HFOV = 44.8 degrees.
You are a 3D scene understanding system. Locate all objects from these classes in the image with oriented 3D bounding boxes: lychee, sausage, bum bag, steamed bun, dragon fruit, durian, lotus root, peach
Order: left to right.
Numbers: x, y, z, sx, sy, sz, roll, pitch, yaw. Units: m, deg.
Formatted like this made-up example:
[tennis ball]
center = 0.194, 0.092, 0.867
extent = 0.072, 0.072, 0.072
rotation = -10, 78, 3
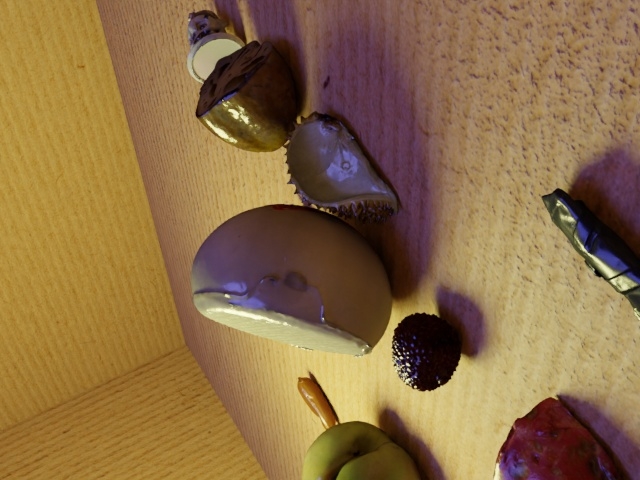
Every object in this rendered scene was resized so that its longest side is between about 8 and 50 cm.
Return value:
[lotus root]
center = -0.114, -0.264, 1.477
extent = 0.180, 0.199, 0.188
rotation = 43, -148, -27
[steamed bun]
center = -0.046, 0.063, 1.422
extent = 0.374, 0.374, 0.241
rotation = 142, 144, -69
[sausage]
center = -0.008, 0.441, 2.108
extent = 0.183, 0.054, 0.062
rotation = 53, -172, 26
[durian]
center = 0.039, -0.113, 1.346
extent = 0.139, 0.144, 0.252
rotation = -42, 60, 29
[peach]
center = 0.093, 0.549, 1.709
extent = 0.292, 0.247, 0.292
rotation = 25, 131, 32
[lychee]
center = 0.174, 0.180, 1.280
extent = 0.129, 0.123, 0.123
rotation = -93, 0, -46
[dragon fruit]
center = 0.341, 0.373, 1.050
extent = 0.211, 0.134, 0.262
rotation = 18, 130, 59
[bum bag]
center = 0.313, 0.012, 0.843
extent = 0.198, 0.049, 0.087
rotation = 54, -179, 28

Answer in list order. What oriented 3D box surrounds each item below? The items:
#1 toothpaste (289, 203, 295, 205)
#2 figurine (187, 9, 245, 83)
[toothpaste]
center = 0.000, 0.000, 1.622
extent = 0.233, 0.038, 0.060
rotation = 50, 158, 31
[figurine]
center = -0.231, -0.419, 1.635
extent = 0.132, 0.132, 0.154
rotation = 92, 159, -51
